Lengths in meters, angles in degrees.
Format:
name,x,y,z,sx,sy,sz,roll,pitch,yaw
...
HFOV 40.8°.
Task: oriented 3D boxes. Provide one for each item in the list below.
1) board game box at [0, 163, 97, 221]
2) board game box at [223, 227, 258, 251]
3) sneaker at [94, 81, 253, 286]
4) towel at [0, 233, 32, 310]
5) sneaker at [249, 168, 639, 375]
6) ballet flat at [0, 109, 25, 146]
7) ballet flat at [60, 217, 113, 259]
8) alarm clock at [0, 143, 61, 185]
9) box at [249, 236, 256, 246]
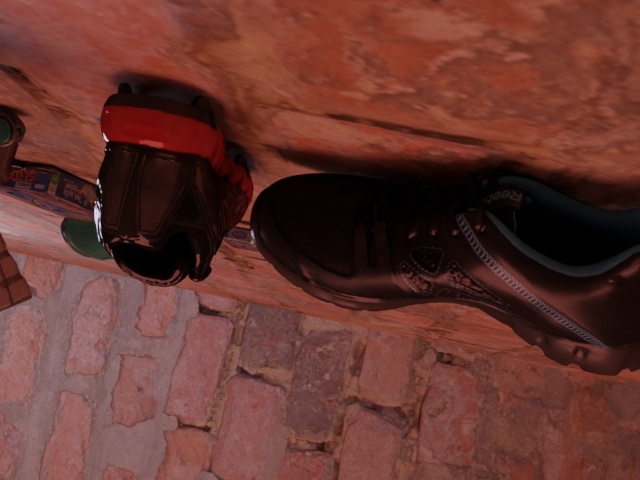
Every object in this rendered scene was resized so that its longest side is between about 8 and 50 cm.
name,x,y,z,sx,sy,sz,roll,pitch,yaw
board game box,-0.352,-0.062,1.153,0.136,0.035,0.201,9,171,23
board game box,-0.094,0.002,1.255,0.090,0.020,0.090,11,171,11
sneaker,-0.119,-0.026,0.708,0.098,0.135,0.276,10,173,5
towel,-0.358,0.002,0.516,0.284,0.235,0.121,-30,-164,-30
sneaker,0.104,-0.010,0.664,0.341,0.125,0.139,13,145,16
ballet flat,-0.325,-0.109,0.802,0.114,0.041,0.041,12,172,14
ballet flat,-0.324,-0.007,1.397,0.087,0.083,0.247,-14,166,11
alarm clock,-0.375,-0.091,0.918,0.192,0.064,0.129,11,172,-12
box,0.000,0.000,1.027,0.105,0.043,0.179,17,173,-29
